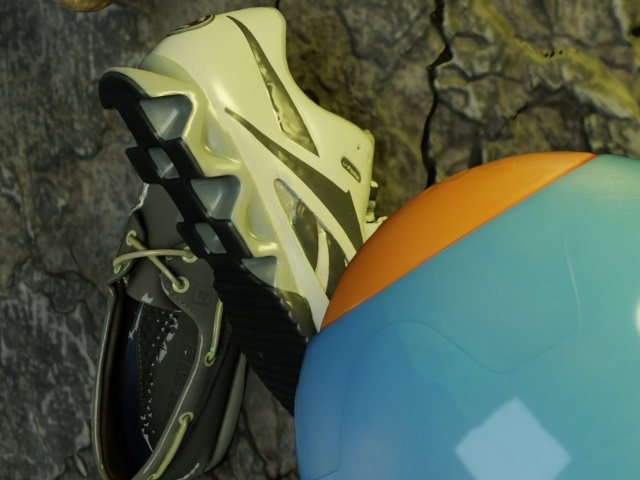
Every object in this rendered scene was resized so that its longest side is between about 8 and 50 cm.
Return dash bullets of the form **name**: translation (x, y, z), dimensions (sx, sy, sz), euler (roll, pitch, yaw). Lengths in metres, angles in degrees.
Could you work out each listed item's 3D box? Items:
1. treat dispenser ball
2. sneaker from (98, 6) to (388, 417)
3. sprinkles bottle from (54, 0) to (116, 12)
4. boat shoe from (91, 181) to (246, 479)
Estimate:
- **treat dispenser ball**: translation (0.130, 0.097, 0.682), dimensions (0.288, 0.288, 0.288), euler (5, 101, 29)
- **sneaker**: translation (0.000, 0.000, 0.845), dimensions (0.122, 0.146, 0.331), euler (7, 128, 56)
- **sprinkles bottle**: translation (-0.053, -0.274, 0.824), dimensions (0.355, 0.121, 0.121), euler (-23, 86, 31)
- **boat shoe**: translation (-0.100, 0.039, 0.920), dimensions (0.109, 0.091, 0.305), euler (18, 107, 26)
